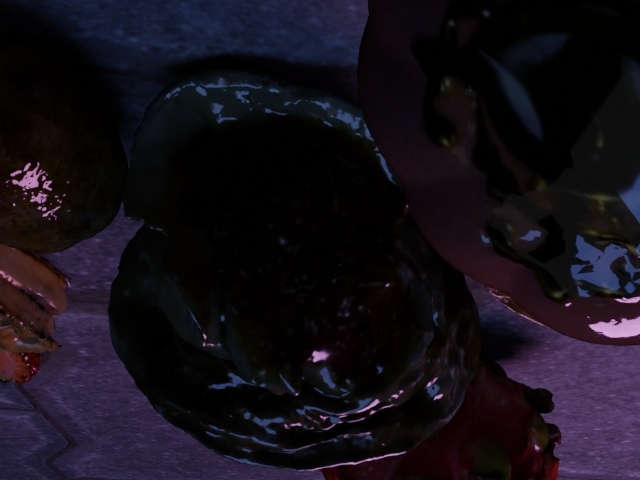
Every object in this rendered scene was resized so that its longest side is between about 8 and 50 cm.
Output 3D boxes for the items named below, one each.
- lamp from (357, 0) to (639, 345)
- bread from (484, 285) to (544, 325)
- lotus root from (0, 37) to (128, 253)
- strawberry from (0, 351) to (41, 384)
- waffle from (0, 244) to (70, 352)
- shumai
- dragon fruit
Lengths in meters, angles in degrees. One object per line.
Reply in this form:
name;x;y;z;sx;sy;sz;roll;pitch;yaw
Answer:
lamp;0.171;-0.097;0.567;0.305;0.239;0.305;13;120;23
bread;0.240;0.009;0.952;0.199;0.104;0.199;9;157;4
lotus root;-0.232;-0.075;0.834;0.145;0.128;0.260;-15;157;10
strawberry;-0.397;0.132;1.427;0.103;0.048;0.152;13;142;1
waffle;-0.410;0.026;1.140;0.212;0.091;0.308;-3;156;17
shumai;0.000;0.000;0.914;0.329;0.292;0.289;2;119;-17
dragon fruit;0.122;0.234;1.317;0.302;0.231;0.237;2;161;18
